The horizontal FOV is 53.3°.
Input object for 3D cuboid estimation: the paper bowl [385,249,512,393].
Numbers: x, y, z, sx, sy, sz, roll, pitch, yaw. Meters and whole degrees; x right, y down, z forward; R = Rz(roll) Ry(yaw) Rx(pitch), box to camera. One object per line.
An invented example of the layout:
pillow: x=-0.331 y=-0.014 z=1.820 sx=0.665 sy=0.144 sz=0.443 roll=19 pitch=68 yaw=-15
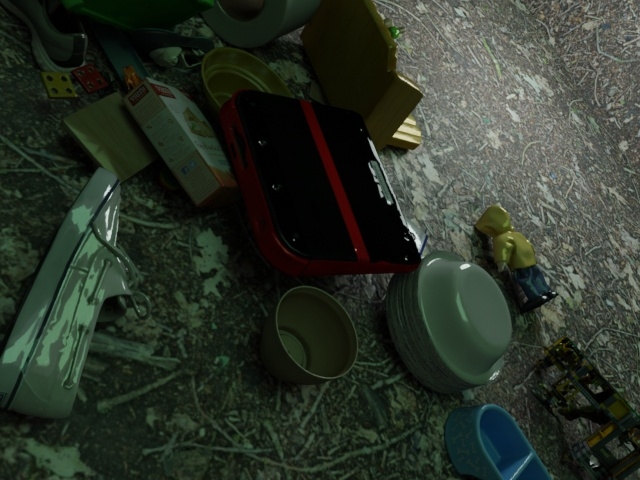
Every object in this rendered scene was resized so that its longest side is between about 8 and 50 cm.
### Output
paper bowl: x=0.277 y=0.156 z=1.292 sx=0.284 sy=0.148 sz=0.284 roll=26 pitch=50 yaw=-35

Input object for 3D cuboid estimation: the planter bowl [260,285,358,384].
planter bowl: x=-0.034 y=0.171 z=1.060 sx=0.162 sy=0.109 sz=0.162 roll=24 pitch=47 yaw=-28

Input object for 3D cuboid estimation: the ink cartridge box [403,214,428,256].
ink cartridge box: x=0.057 y=-0.082 z=1.316 sx=0.371 sy=0.069 sz=0.176 roll=39 pitch=28 yaw=0

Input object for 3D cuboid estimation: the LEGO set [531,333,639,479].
LEGO set: x=0.584 y=0.393 z=1.434 sx=0.331 sy=0.192 sz=0.255 roll=47 pitch=11 yaw=-8

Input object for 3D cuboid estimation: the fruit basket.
fruit basket: x=-0.391 y=-0.576 z=1.138 sx=0.392 sy=0.283 sz=0.391 roll=-21 pitch=90 yaw=-77

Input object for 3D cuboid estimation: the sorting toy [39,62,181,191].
sorting toy: x=-0.357 y=-0.172 z=1.072 sx=0.274 sy=0.046 sz=0.132 roll=51 pitch=40 yaw=-10

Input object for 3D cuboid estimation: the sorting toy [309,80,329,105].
sorting toy: x=0.008 y=-0.351 z=1.564 sx=0.083 sy=0.012 sz=0.062 roll=26 pitch=49 yaw=-25

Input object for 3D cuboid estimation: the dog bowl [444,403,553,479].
dog bowl: x=0.360 y=0.449 z=1.228 sx=0.166 sy=0.074 sz=0.297 roll=-21 pitch=75 yaw=-47

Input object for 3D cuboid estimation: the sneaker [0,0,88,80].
sneaker: x=-0.481 y=-0.413 z=1.108 sx=0.100 sy=0.108 sz=0.271 roll=-25 pitch=77 yaw=-46

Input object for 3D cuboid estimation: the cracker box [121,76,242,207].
cracker box: x=-0.229 y=-0.169 z=1.131 sx=0.232 sy=0.067 sz=0.156 roll=53 pitch=14 yaw=5

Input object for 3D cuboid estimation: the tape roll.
tape roll: x=-0.137 y=-0.572 z=1.426 sx=0.246 sy=0.246 sz=0.169 roll=48 pitch=40 yaw=-2

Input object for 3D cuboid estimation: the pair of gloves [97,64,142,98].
pair of gloves: x=-0.366 y=-0.282 z=1.164 sx=0.083 sy=0.010 sz=0.074 roll=-20 pitch=77 yaw=-24

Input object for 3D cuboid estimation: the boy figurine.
boy figurine: x=0.493 y=0.042 z=1.638 sx=0.177 sy=0.092 sz=0.285 roll=-14 pitch=70 yaw=-46

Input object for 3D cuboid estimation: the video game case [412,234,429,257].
video game case: x=0.218 y=0.027 z=1.466 sx=0.087 sy=0.011 sz=0.122 roll=5 pitch=57 yaw=-39

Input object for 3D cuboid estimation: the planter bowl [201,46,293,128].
planter bowl: x=-0.164 y=-0.280 z=1.299 sx=0.217 sy=0.090 sz=0.217 roll=24 pitch=47 yaw=-28

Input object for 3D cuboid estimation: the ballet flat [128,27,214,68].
ballet flat: x=-0.289 y=-0.381 z=1.284 sx=0.203 sy=0.074 sz=0.074 roll=-12 pitch=69 yaw=-52

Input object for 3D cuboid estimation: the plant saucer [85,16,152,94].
plant saucer: x=-0.379 y=-0.348 z=1.216 sx=0.067 sy=0.018 sz=0.192 roll=-21 pitch=76 yaw=-47

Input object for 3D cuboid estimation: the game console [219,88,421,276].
game console: x=0.000 y=-0.109 z=1.195 sx=0.342 sy=0.060 sz=0.386 roll=3 pitch=58 yaw=-40

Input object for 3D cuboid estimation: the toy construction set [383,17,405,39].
toy construction set: x=0.078 y=-0.648 z=1.739 sx=0.237 sy=0.257 sz=0.308 roll=-27 pitch=103 yaw=-31

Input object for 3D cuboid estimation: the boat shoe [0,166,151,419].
boat shoe: x=-0.310 y=0.070 z=0.875 sx=0.157 sy=0.136 sz=0.367 roll=27 pitch=48 yaw=-23

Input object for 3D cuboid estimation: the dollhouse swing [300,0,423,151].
dollhouse swing: x=0.165 y=-0.425 z=1.564 sx=0.305 sy=0.315 sz=0.346 roll=-6 pitch=62 yaw=-32
